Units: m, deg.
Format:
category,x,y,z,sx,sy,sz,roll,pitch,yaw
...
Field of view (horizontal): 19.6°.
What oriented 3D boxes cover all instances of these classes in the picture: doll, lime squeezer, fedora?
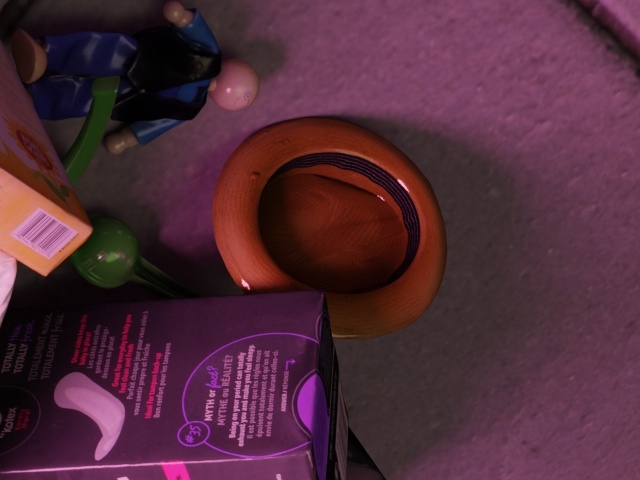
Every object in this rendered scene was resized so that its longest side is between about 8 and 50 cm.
category,x,y,z,sx,sy,sz,roll,pitch,yaw
doll,-0.126,-0.108,1.279,0.189,0.046,0.129,-4,133,-35
lime squeezer,-0.141,-0.015,1.312,0.110,0.059,0.310,-18,142,6
fedora,0.000,0.000,1.400,0.194,0.194,0.079,-11,163,-30

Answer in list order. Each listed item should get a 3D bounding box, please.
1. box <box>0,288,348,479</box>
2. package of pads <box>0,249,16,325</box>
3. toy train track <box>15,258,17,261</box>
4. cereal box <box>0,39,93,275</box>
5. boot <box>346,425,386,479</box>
category,x,y,z,sx,sy,sz,roll,pitch,yaw
box,-0.123,0.144,1.297,0.270,0.165,0.143,-3,131,8
package of pads,-0.295,0.071,1.156,0.101,0.229,0.296,9,115,-32
toy train track,-0.227,-0.007,1.301,0.048,0.014,0.083,-23,131,-21
cereal box,-0.234,-0.101,1.068,0.047,0.240,0.173,-43,136,10
boot,-0.123,0.322,1.539,0.445,0.146,0.367,-44,138,-7
